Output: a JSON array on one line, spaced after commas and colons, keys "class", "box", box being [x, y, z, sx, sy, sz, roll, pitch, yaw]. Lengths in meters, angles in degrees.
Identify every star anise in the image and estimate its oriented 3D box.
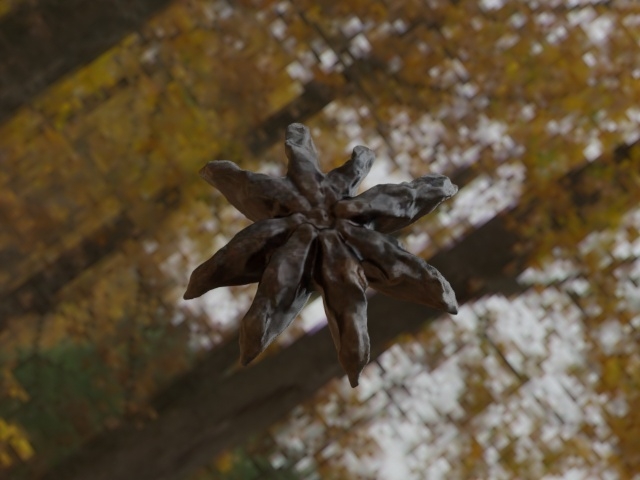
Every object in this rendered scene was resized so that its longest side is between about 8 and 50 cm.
[{"class": "star anise", "box": [-0.001, 0.001, 0.839, 0.141, 0.141, 0.042, 48, -15, 22]}]
